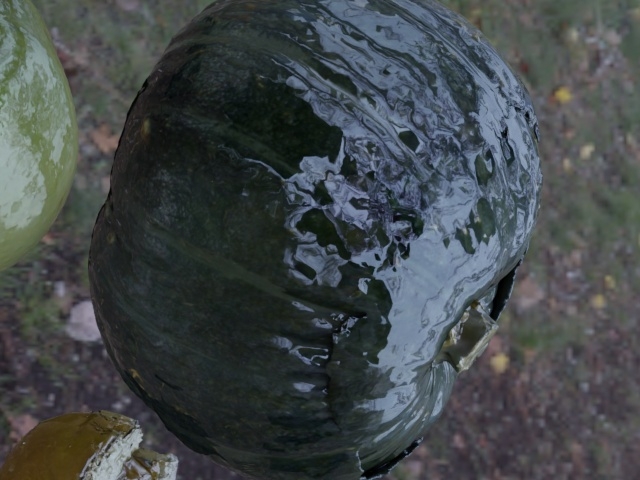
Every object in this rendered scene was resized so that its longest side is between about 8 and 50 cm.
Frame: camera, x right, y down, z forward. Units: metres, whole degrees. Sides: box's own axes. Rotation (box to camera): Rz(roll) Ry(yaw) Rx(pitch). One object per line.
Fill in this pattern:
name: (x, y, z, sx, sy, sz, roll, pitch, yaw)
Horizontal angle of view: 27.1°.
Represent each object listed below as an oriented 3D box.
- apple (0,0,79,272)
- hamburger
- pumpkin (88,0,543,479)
apple: (-0.418, -0.150, 1.478, 0.360, 0.320, 0.311, 113, -2, -55)
hamburger: (-0.216, 0.243, 1.018, 0.262, 0.131, 0.124, -63, 154, -3)
pumpkin: (0.000, 0.000, 0.870, 0.291, 0.257, 0.327, -43, 156, -40)
